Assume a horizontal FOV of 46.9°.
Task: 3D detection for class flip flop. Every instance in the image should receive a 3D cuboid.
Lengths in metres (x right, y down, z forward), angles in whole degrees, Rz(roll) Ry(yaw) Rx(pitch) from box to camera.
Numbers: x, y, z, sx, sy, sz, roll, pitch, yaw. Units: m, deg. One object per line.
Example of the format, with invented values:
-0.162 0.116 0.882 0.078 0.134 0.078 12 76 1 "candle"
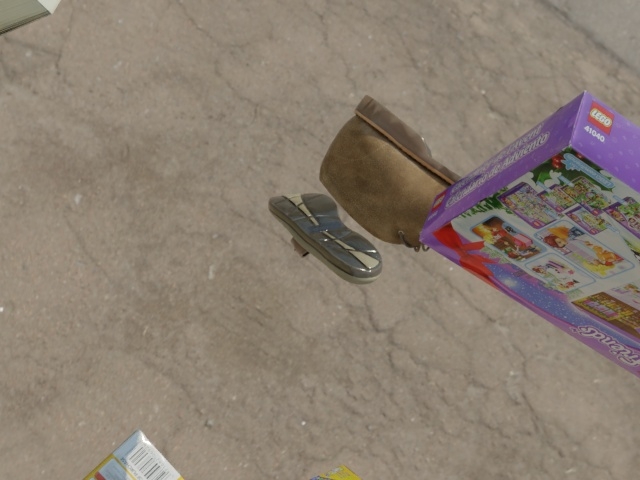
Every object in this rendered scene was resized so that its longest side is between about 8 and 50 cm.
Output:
0.000 0.000 1.155 0.112 0.080 0.277 -10 35 -30 "flip flop"

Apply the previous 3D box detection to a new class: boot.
0.128 -0.020 0.790 0.305 0.115 0.112 41 6 19 "boot"

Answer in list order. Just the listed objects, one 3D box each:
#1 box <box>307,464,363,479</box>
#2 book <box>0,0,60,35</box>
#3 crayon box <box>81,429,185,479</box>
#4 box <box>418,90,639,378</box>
-0.005 0.661 1.486 0.279 0.177 0.289 -20 97 -18 "box"
-0.227 -0.192 0.540 0.035 0.144 0.096 48 51 -41 "book"
-0.378 0.520 1.290 0.203 0.083 0.323 47 50 2 "crayon box"
0.254 0.021 0.600 0.293 0.201 0.057 31 62 -11 "box"
